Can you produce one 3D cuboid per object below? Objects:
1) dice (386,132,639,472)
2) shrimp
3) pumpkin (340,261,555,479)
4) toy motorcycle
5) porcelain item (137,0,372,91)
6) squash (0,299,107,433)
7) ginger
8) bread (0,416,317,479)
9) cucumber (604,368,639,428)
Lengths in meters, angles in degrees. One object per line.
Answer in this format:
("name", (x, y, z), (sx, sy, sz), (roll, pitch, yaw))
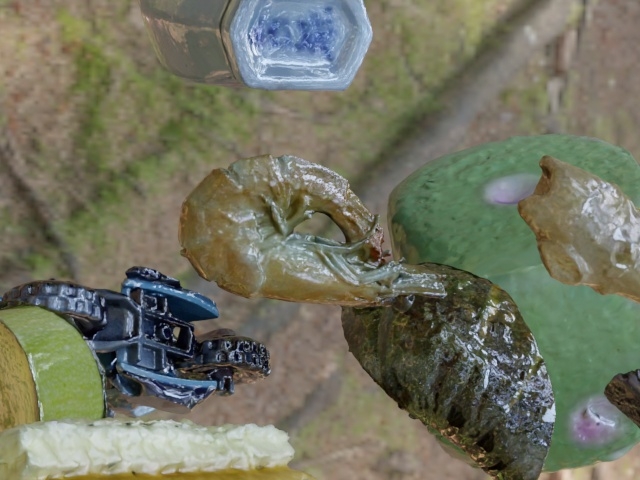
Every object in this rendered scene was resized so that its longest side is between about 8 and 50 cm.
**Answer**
("dice", (0.262, 0.076, 1.970), (0.322, 0.318, 0.330), (-96, 174, -61))
("shrimp", (0.000, 0.000, 0.985), (0.180, 0.041, 0.099), (17, 112, -18))
("pumpkin", (0.122, 0.114, 1.581), (0.163, 0.111, 0.278), (7, 49, -33))
("toy motorcycle", (-0.260, 0.140, 2.036), (0.416, 0.232, 0.172), (20, 62, -46))
("porcelain item", (-0.089, -0.283, 1.949), (0.242, 0.405, 0.178), (-2, 105, -20))
("squash", (-0.357, 0.180, 1.788), (0.133, 0.220, 0.220), (-14, 107, -61))
("ginger", (0.191, 0.004, 0.956), (0.173, 0.051, 0.069), (18, 77, -29))
("bread", (-0.190, 0.272, 1.461), (0.375, 0.236, 0.165), (8, 47, -52))
("cucumber", (0.384, 0.216, 1.635), (0.067, 0.245, 0.067), (-19, 134, -21))
